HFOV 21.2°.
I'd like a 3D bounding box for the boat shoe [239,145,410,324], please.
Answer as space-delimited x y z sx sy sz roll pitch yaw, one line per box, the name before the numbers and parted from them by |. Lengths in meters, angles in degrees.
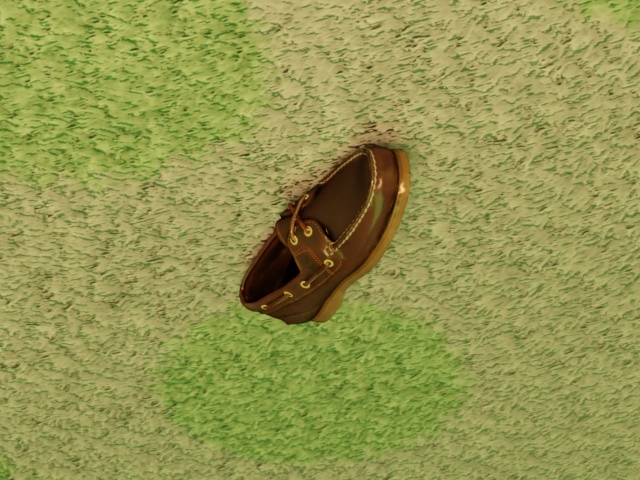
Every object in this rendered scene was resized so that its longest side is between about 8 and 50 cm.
boat shoe | 0.000 0.000 1.273 0.073 0.073 0.207 10 141 -20
